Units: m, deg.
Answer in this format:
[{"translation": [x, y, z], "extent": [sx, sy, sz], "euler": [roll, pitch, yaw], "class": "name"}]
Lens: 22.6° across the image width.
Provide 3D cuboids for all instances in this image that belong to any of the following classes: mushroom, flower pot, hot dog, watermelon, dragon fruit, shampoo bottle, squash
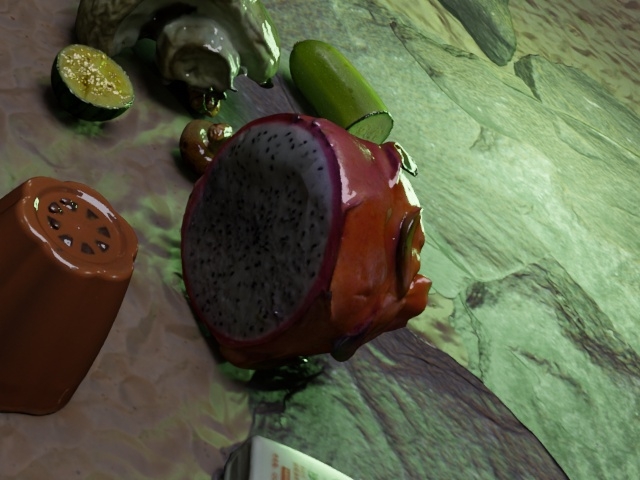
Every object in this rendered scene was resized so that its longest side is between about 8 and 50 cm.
[{"translation": [-0.135, -0.113, 1.948], "extent": [0.088, 0.072, 0.129], "euler": [63, 0, 11], "class": "mushroom"}, {"translation": [-0.264, 0.043, 1.505], "extent": [0.190, 0.173, 0.191], "euler": [30, 33, -22], "class": "flower pot"}, {"translation": [-0.154, -0.206, 2.096], "extent": [0.049, 0.037, 0.122], "euler": [23, 34, -35], "class": "hot dog"}, {"translation": [-0.275, -0.179, 1.894], "extent": [0.105, 0.062, 0.105], "euler": [25, 41, -23], "class": "watermelon"}, {"translation": [-0.166, -0.301, 2.041], "extent": [0.267, 0.164, 0.190], "euler": [15, 30, -10], "class": "mushroom"}, {"translation": [0.000, 0.000, 1.761], "extent": [0.189, 0.291, 0.291], "euler": [9, 42, -43], "class": "dragon fruit"}, {"translation": [0.032, 0.304, 1.594], "extent": [0.284, 0.071, 0.153], "euler": [26, 34, -21], "class": "shampoo bottle"}, {"translation": [0.021, -0.213, 2.254], "extent": [0.095, 0.095, 0.188], "euler": [3, 46, -47], "class": "squash"}]
